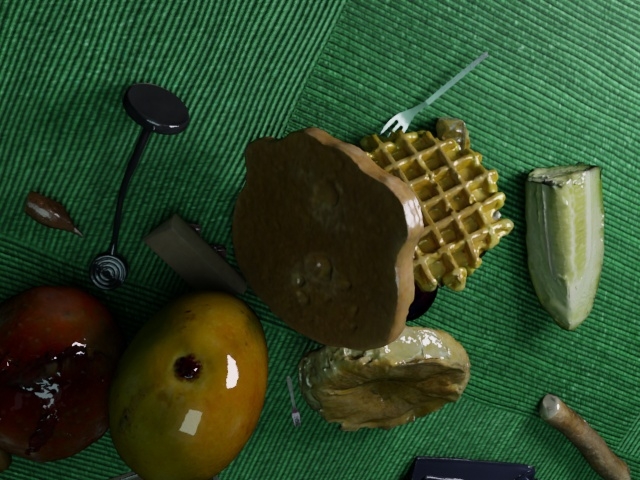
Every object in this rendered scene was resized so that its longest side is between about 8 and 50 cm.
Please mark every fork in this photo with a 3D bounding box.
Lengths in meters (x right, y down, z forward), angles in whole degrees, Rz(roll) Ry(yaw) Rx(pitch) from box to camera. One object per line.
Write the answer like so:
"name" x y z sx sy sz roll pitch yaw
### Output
"fork" -0.055 0.318 1.660 0.016 0.012 0.115 -14 108 -11
"fork" 0.203 -0.256 1.490 0.235 0.021 0.039 -39 117 7

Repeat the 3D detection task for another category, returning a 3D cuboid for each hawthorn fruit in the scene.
"hawthorn fruit" -0.456 0.212 1.399 0.316 0.316 0.315 -4 111 -11

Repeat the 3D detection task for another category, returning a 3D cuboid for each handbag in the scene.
"handbag" 0.303 0.623 1.793 0.330 0.122 0.303 10 108 -14

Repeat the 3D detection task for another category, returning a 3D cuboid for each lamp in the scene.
"lamp" -0.329 -0.076 1.400 0.130 0.108 0.371 23 104 -15

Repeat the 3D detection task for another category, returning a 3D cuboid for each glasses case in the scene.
"glasses case" -0.226 0.030 1.493 0.103 0.070 0.193 -23 123 33

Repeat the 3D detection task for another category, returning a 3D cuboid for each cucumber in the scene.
"cucumber" 0.466 0.008 1.608 0.145 0.105 0.325 -25 116 -31

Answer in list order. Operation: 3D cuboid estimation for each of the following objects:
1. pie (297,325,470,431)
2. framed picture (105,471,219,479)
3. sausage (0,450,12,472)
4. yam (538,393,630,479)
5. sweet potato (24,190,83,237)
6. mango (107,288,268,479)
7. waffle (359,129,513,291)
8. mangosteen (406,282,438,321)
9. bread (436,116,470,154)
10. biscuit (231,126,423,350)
"pie" 0.123 0.264 1.574 0.340 0.083 0.339 -5 140 -5
"framed picture" -0.336 0.548 1.683 0.289 0.016 0.213 -17 112 -5
"sausage" -0.642 0.309 1.485 0.109 0.109 0.270 -14 113 -6
"yam" 0.574 0.435 1.809 0.066 0.066 0.300 -43 111 6
"sweet potato" -0.452 -0.037 1.421 0.117 0.049 0.049 37 99 -21
"mango" -0.203 0.227 1.367 0.232 0.445 0.299 18 93 -2
"waffle" 0.156 -0.058 1.418 0.330 0.062 0.329 -1 70 2
"mangosteen" 0.134 0.041 1.504 0.194 0.194 0.230 34 90 -21
"bread" 0.239 -0.169 1.513 0.066 0.060 0.110 -20 117 -38
"biscuit" 0.002 -0.001 1.375 0.062 0.385 0.364 -22 130 -42
